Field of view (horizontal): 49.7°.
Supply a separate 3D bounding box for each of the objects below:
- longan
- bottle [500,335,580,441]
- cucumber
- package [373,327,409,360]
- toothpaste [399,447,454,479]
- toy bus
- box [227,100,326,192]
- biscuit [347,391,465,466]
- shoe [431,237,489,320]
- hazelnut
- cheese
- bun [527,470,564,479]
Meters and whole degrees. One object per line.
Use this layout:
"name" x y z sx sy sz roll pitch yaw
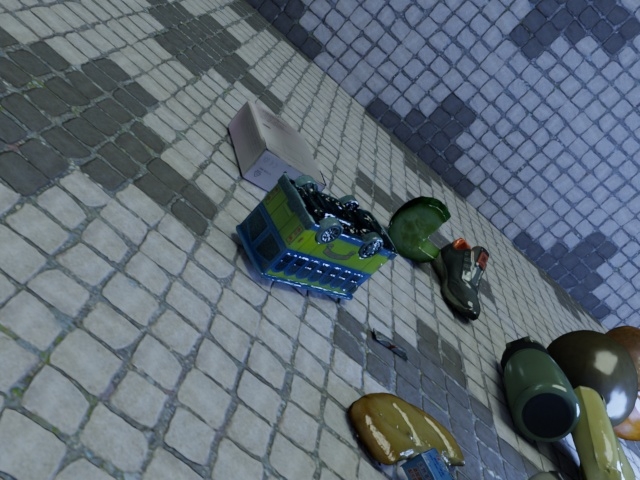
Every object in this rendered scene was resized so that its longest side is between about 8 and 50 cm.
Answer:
"longan" 0.774 0.405 1.999 0.297 0.297 0.297 37 22 -18
"bottle" 0.570 0.378 1.838 0.168 0.168 0.347 42 16 -6
"cucumber" 0.297 -0.041 2.101 0.191 0.191 0.130 43 20 -4
"package" 0.160 0.234 1.549 0.110 0.015 0.037 35 24 -21
"toothpaste" 0.225 0.477 1.122 0.066 0.053 0.272 5 52 -55
"toy bus" 0.000 0.000 1.448 0.312 0.190 0.152 19 32 -48
"box" -0.115 -0.221 1.772 0.203 0.106 0.252 27 28 -36
"biscuit" 0.160 0.353 1.289 0.299 0.045 0.154 22 30 -47
"shoe" 0.460 0.101 2.134 0.132 0.171 0.336 35 22 -24
"hazelnut" 0.992 0.462 2.243 0.372 0.373 0.315 32 -15 -30
"cheese" 0.703 0.545 1.742 0.260 0.128 0.316 60 19 -20
"bun" 0.450 0.547 1.351 0.173 0.119 0.173 63 1 -2
